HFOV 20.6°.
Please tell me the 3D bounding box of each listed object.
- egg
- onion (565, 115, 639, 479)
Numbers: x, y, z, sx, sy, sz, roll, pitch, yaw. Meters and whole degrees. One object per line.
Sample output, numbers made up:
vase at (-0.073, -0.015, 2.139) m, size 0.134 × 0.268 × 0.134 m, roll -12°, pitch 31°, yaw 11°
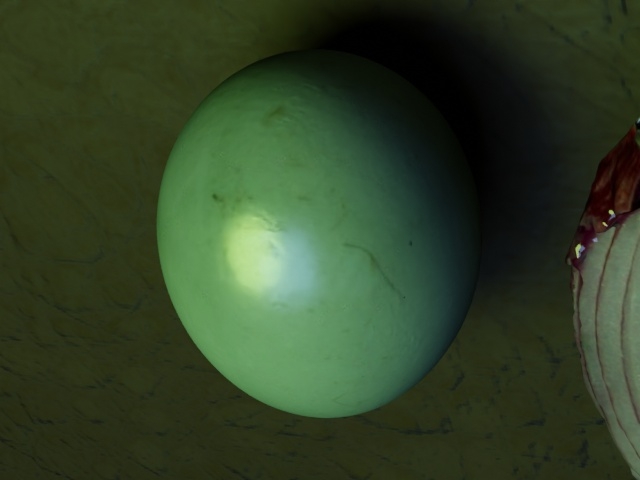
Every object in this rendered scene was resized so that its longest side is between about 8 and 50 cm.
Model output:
egg at (0.000, 0.000, 0.817) m, size 0.149 × 0.149 × 0.192 m, roll 15°, pitch 140°, yaw 17°
onion at (0.213, 0.016, 0.730) m, size 0.227 × 0.120 × 0.283 m, roll -3°, pitch 133°, yaw 35°
